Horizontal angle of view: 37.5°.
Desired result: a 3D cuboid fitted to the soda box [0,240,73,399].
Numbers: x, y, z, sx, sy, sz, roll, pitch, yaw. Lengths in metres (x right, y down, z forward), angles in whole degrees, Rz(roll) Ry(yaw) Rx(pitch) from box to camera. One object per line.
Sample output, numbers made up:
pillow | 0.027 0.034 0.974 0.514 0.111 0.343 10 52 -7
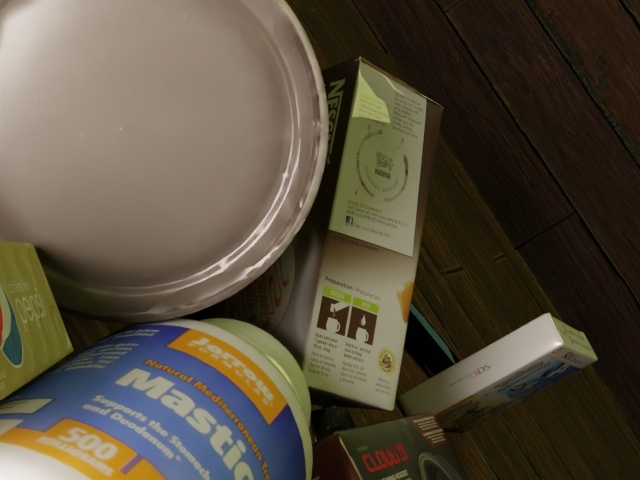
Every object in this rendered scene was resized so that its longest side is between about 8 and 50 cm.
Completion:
soda box | -0.150 0.037 0.380 0.181 0.058 0.061 171 -102 -84

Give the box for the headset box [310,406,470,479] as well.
headset box | 0.065 0.260 0.706 0.293 0.110 0.218 62 18 18

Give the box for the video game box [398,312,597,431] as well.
video game box | 0.220 0.166 1.141 0.187 0.205 0.048 26 35 -58

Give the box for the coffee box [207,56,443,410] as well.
coffee box | 0.000 0.000 0.740 0.098 0.141 0.246 22 72 -36

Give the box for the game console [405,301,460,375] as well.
game console | 0.095 0.062 1.273 0.361 0.044 0.213 51 18 -17

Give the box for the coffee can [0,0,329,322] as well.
coffee can | -0.113 -0.086 0.598 0.201 0.201 0.275 51 2 -15

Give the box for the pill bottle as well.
pill bottle | -0.090 0.125 0.466 0.152 0.152 0.272 55 18 -1
